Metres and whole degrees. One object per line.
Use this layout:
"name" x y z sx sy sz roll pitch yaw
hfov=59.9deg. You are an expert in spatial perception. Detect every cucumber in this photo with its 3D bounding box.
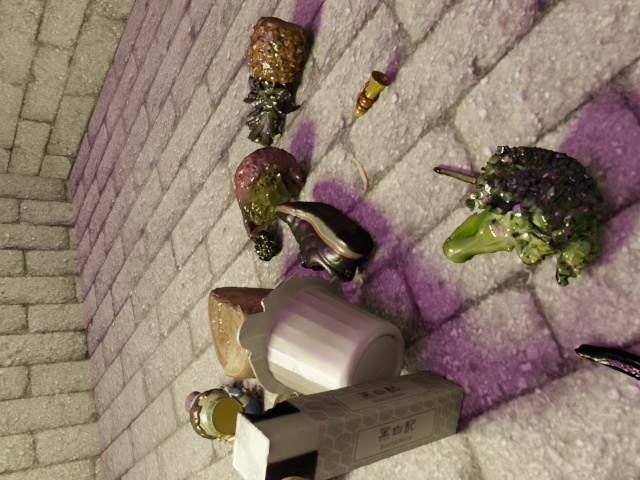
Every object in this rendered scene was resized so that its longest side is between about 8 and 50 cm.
"cucumber" 0.407 0.164 0.742 0.134 0.033 0.034 25 105 51

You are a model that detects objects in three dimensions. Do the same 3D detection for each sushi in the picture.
"sushi" -0.152 -0.120 1.370 0.241 0.161 0.108 -45 48 18

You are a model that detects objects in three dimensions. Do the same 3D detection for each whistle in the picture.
"whistle" 0.098 -0.313 1.179 0.057 0.046 0.109 62 141 14

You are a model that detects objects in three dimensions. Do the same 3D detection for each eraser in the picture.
"eraser" 0.060 0.292 0.888 0.098 0.403 0.097 19 104 50

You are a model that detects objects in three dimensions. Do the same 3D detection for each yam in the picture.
"yam" 0.241 -0.117 0.996 0.107 0.014 0.014 29 111 50

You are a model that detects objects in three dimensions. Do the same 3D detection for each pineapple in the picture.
"pineapple" -0.121 -0.394 1.410 0.170 0.141 0.310 30 122 23

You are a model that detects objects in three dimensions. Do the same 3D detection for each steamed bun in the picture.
"steamed bun" -0.127 0.217 1.274 0.301 0.251 0.200 12 98 63

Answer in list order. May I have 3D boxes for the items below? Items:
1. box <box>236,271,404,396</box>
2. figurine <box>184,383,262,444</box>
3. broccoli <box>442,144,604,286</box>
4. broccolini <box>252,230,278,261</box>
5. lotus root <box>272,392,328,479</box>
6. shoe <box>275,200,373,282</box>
"box" 0.018 0.200 1.031 0.206 0.291 0.263 17 86 39
"figurine" -0.283 0.481 1.544 0.275 0.158 0.161 -24 60 50
"broccoli" 0.309 -0.018 0.836 0.198 0.177 0.275 31 150 14
"broccolini" -0.177 -0.013 1.511 0.202 0.068 0.091 42 149 49
"lotus root" -0.039 0.430 1.226 0.152 0.159 0.275 -128 49 -72
"shoe" 0.000 0.000 1.242 0.291 0.114 0.137 37 122 44
